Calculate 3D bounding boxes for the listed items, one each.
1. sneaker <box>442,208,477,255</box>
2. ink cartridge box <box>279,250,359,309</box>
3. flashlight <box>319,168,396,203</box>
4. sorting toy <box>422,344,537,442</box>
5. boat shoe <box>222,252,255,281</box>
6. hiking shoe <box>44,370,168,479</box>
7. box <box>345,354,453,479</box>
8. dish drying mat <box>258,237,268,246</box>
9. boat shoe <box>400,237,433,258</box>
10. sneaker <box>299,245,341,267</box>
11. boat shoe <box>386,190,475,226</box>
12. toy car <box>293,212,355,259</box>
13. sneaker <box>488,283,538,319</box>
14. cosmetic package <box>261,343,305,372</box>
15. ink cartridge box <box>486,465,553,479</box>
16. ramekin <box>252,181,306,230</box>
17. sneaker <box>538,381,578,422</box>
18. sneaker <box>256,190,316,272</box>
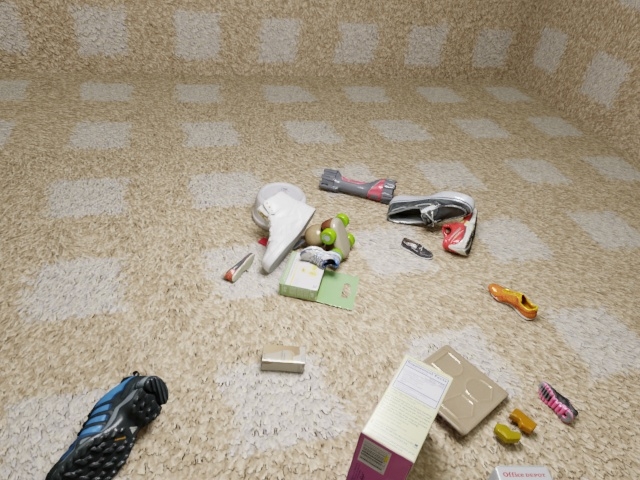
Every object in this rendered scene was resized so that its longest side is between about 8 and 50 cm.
[{"bbox_3d":[0.525,-0.048,1.885,0.119,0.107,0.279,11,32,21],"label":"sneaker"},{"bbox_3d":[0.002,0.125,1.588,0.235,0.056,0.171,11,36,6],"label":"ink cartridge box"},{"bbox_3d":[0.157,-0.233,2.056,0.304,0.103,0.103,16,11,11],"label":"flashlight"},{"bbox_3d":[0.384,0.417,1.294,0.229,0.041,0.307,-19,45,-38],"label":"sorting toy"},{"bbox_3d":[-0.259,0.080,1.602,0.043,0.049,0.137,20,43,19],"label":"boat shoe"},{"bbox_3d":[-0.469,0.422,1.086,0.132,0.113,0.304,-3,32,39],"label":"hiking shoe"},{"bbox_3d":[0.172,0.419,1.096,0.117,0.213,0.243,25,40,20],"label":"box"},{"bbox_3d":[-0.176,0.015,1.734,0.083,0.008,0.032,28,42,22],"label":"dish drying mat"},{"bbox_3d":[0.349,0.028,1.796,0.125,0.038,0.046,27,41,23],"label":"boat shoe"},{"bbox_3d":[0.001,0.057,1.592,0.136,0.052,0.058,7,40,-4],"label":"sneaker"},{"bbox_3d":[0.412,-0.103,1.890,0.336,0.121,0.119,-1,48,34],"label":"boat shoe"},{"bbox_3d":[0.000,0.000,1.725,0.189,0.148,0.155,-7,23,28],"label":"toy car"},{"bbox_3d":[0.630,0.185,1.621,0.064,0.067,0.175,-27,48,-36],"label":"sneaker"},{"bbox_3d":[-0.098,0.314,1.326,0.115,0.041,0.060,4,37,-6],"label":"cosmetic package"},{"bbox_3d":[0.446,0.580,1.056,0.128,0.072,0.175,3,37,-6],"label":"ink cartridge box"},{"bbox_3d":[-0.148,-0.129,1.848,0.207,0.108,0.207,5,37,-4],"label":"ramekin"},{"bbox_3d":[0.635,0.426,1.327,0.057,0.047,0.119,-8,47,-31],"label":"sneaker"},{"bbox_3d":[-0.157,-0.038,1.667,0.169,0.108,0.292,31,57,4],"label":"sneaker"}]
